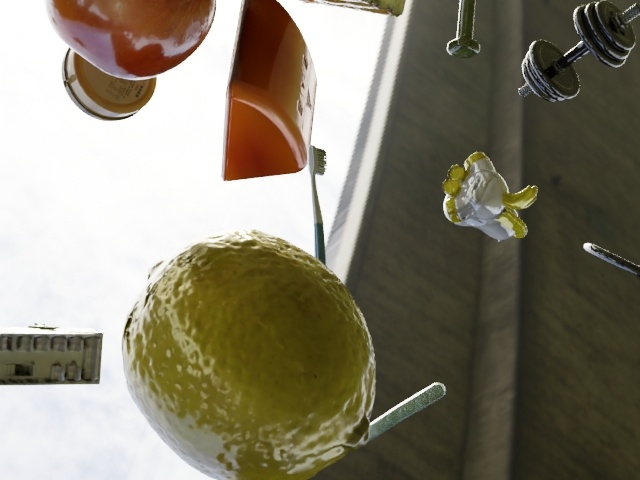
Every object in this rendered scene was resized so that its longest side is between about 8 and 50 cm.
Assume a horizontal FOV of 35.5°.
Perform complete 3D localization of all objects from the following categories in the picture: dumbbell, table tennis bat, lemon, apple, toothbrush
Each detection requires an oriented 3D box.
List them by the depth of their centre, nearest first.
[{"bbox_3d":[-0.185,-0.234,0.964,0.163,0.139,0.163,32,-167,-9],"label":"apple"},{"bbox_3d":[-0.073,0.118,1.008,0.267,0.267,0.267,28,-141,-25],"label":"lemon"},{"bbox_3d":[0.000,0.000,1.307,0.025,0.019,0.276,13,-117,-33],"label":"toothbrush"},{"bbox_3d":[0.354,-0.259,1.373,0.099,0.208,0.099,24,-131,-31],"label":"dumbbell"},{"bbox_3d":[0.490,0.045,1.539,0.150,0.027,0.236,30,-172,33],"label":"table tennis bat"},{"bbox_3d":[0.226,-0.344,1.551,0.046,0.052,0.118,11,-101,-24],"label":"dumbbell"}]

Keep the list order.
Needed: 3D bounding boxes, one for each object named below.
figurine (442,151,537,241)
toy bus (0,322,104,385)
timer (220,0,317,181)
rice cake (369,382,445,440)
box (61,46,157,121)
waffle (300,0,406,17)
[{"bbox_3d":[0.240,-0.046,1.446,0.129,0.178,0.109,18,-109,13],"label":"figurine"},{"bbox_3d":[-0.510,0.192,1.663,0.301,0.139,0.113,4,-90,-32],"label":"toy bus"},{"bbox_3d":[-0.105,-0.268,1.720,0.161,0.250,0.258,-1,-123,10],"label":"timer"},{"bbox_3d":[0.154,0.318,1.858,0.030,0.180,0.042,59,-168,11],"label":"rice cake"},{"bbox_3d":[-0.234,-0.186,1.113,0.105,0.037,0.106,9,-105,-36],"label":"box"},{"bbox_3d":[-0.008,-0.425,1.636,0.221,0.055,0.247,17,-171,32],"label":"waffle"}]
